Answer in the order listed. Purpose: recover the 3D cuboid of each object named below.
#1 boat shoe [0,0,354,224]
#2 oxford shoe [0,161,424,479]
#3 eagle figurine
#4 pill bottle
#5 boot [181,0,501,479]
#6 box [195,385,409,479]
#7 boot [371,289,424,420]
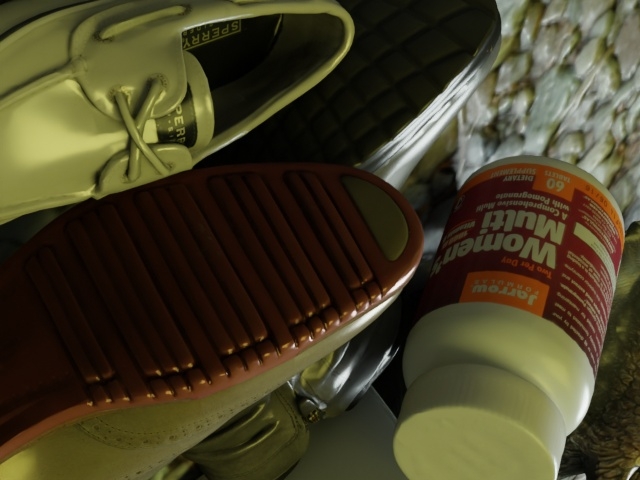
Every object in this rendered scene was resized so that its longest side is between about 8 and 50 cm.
[{"bbox_3d":[-0.088,-0.066,0.693,0.267,0.088,0.096,-29,131,-44],"label":"boat shoe"},{"bbox_3d":[-0.110,0.069,0.728,0.348,0.123,0.130,-22,144,-6],"label":"oxford shoe"},{"bbox_3d":[0.286,0.133,1.236,0.226,0.225,0.298,140,-31,-67],"label":"eagle figurine"},{"bbox_3d":[0.121,0.057,0.941,0.221,0.121,0.121,-67,159,-43],"label":"pill bottle"},{"bbox_3d":[0.000,0.000,0.877,0.338,0.118,0.222,-43,146,8],"label":"boot"},{"bbox_3d":[0.026,0.292,1.055,0.215,0.168,0.345,-34,140,-6],"label":"box"},{"bbox_3d":[0.087,0.077,1.069,0.099,0.045,0.121,-10,128,-48],"label":"boot"}]
